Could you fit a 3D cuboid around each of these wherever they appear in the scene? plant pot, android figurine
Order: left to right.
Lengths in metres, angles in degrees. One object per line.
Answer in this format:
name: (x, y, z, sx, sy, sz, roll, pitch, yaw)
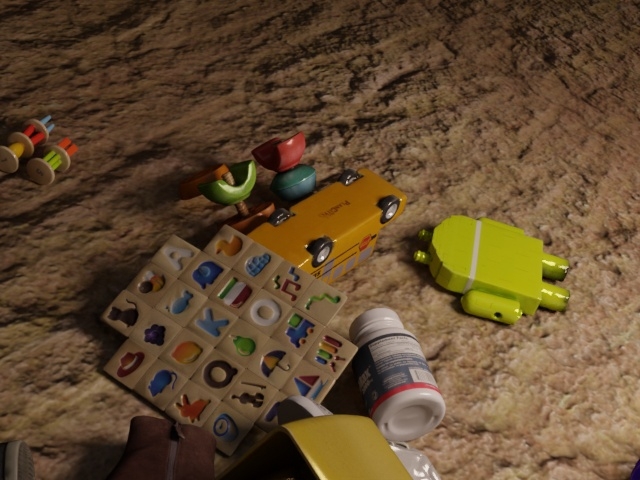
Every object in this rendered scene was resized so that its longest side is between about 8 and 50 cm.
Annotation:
plant pot: (0.004, 0.320, 1.038, 0.212, 0.212, 0.187, 54, 31, 14)
android figurine: (0.298, 0.042, 1.584, 0.272, 0.056, 0.248, 15, 40, 1)

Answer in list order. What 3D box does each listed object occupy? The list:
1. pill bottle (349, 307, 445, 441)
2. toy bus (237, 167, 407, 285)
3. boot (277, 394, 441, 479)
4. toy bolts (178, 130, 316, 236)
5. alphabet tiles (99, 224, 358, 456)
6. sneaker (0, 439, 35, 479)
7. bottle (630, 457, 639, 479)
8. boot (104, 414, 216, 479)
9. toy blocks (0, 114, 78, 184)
pill bottle: (0.103, 0.190, 1.314, 0.108, 0.108, 0.180, -1, 41, -17)
toy bus: (0.000, 0.000, 1.490, 0.108, 0.130, 0.332, 35, 44, 25)
boot: (0.061, 0.293, 1.192, 0.123, 0.095, 0.258, -24, 67, -45)
toy bolts: (-0.111, -0.069, 1.579, 0.228, 0.158, 0.218, -32, 17, -30)
alphabet tiles: (-0.134, 0.133, 1.300, 0.342, 0.011, 0.285, 30, 67, 18)
sneaker: (-0.391, 0.344, 1.031, 0.118, 0.083, 0.222, -12, 51, 0)
bottle: (0.575, 0.313, 1.315, 0.282, 0.092, 0.118, -20, 50, -34)
boot: (-0.235, 0.297, 1.096, 0.248, 0.090, 0.207, 17, 30, -21)
toy blocks: (-0.489, -0.168, 1.608, 0.123, 0.054, 0.148, 19, 39, 7)
